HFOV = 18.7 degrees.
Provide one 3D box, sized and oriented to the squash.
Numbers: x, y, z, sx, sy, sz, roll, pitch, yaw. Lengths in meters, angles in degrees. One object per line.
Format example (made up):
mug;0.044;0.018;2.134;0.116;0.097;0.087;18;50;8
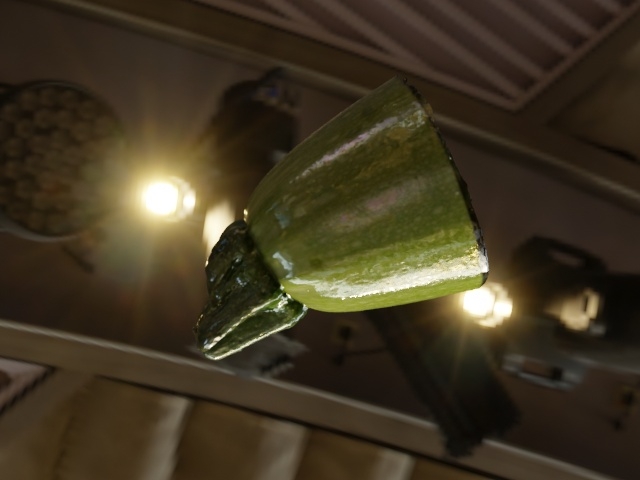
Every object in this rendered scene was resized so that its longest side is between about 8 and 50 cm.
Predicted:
squash;-0.005;-0.003;0.864;0.132;0.105;0.105;-23;-75;-4
